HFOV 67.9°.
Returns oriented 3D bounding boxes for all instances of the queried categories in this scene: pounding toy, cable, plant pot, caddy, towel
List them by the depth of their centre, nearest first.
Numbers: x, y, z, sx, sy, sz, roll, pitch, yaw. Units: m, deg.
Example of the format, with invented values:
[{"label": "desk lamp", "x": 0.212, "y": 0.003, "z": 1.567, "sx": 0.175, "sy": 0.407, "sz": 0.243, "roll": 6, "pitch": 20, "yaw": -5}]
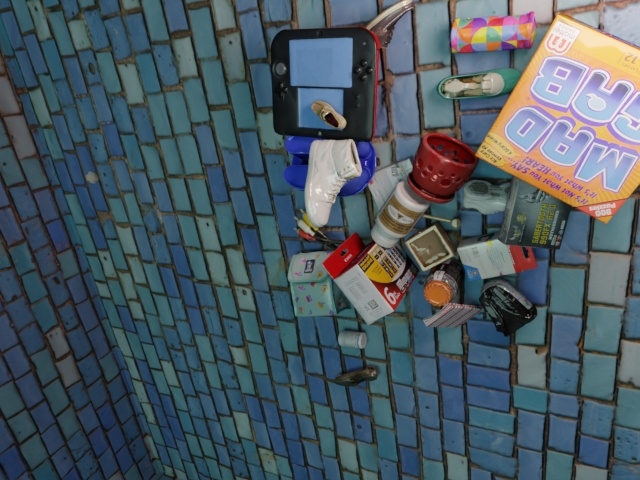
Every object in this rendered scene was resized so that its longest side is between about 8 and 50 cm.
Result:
[{"label": "plant pot", "x": 0.383, "y": -0.225, "z": 1.531, "sx": 0.191, "sy": 0.191, "sz": 0.174, "roll": 32, "pitch": 127, "yaw": 12}, {"label": "pounding toy", "x": 0.410, "y": -0.023, "z": 1.679, "sx": 0.206, "sy": 0.094, "sz": 0.181, "roll": -33, "pitch": 90, "yaw": 26}, {"label": "caddy", "x": 0.028, "y": -0.281, "z": 1.710, "sx": 0.341, "sy": 0.179, "sz": 0.241, "roll": 4, "pitch": 92, "yaw": 28}, {"label": "towel", "x": 0.486, "y": 0.271, "z": 1.736, "sx": 0.144, "sy": 0.197, "sz": 0.029, "roll": -46, "pitch": 48, "yaw": 37}, {"label": "cable", "x": 0.000, "y": 0.000, "z": 1.887, "sx": 0.287, "sy": 0.072, "sz": 0.139, "roll": 42, "pitch": 130, "yaw": 28}]

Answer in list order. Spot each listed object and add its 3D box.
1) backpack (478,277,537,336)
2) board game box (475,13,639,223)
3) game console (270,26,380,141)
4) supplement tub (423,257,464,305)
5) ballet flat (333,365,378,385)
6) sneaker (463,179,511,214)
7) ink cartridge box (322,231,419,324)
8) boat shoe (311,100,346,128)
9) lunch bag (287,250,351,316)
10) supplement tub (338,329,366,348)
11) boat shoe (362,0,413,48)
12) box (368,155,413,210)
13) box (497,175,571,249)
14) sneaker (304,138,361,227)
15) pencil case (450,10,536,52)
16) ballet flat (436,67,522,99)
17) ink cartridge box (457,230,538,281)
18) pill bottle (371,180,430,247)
[{"label": "backpack", "x": 0.636, "y": 0.221, "z": 1.652, "sx": 0.182, "sy": 0.115, "sz": 0.152, "roll": 45, "pitch": 115, "yaw": 4}, {"label": "board game box", "x": 0.673, "y": -0.330, "z": 1.219, "sx": 0.356, "sy": 0.356, "sz": 0.356, "roll": 31, "pitch": 124, "yaw": 12}, {"label": "game console", "x": 0.006, "y": -0.505, "z": 1.549, "sx": 0.387, "sy": 0.060, "sz": 0.342, "roll": 12, "pitch": 109, "yaw": 28}, {"label": "supplement tub", "x": 0.434, "y": 0.146, "z": 1.679, "sx": 0.117, "sy": 0.190, "sz": 0.117, "roll": 12, "pitch": 117, "yaw": 24}, {"label": "ballet flat", "x": 0.158, "y": 0.609, "z": 2.141, "sx": 0.084, "sy": 0.058, "sz": 0.250, "roll": 30, "pitch": 139, "yaw": -31}, {"label": "sneaker", "x": 0.577, "y": -0.128, "z": 1.548, "sx": 0.232, "sy": 0.090, "sz": 0.115, "roll": 13, "pitch": 149, "yaw": 11}, {"label": "ink cartridge box", "x": 0.188, "y": 0.100, "z": 1.718, "sx": 0.130, "sy": 0.309, "sz": 0.272, "roll": -37, "pitch": 93, "yaw": 36}, {"label": "boat shoe", "x": 0.021, "y": -0.404, "z": 1.526, "sx": 0.135, "sy": 0.045, "sz": 0.050, "roll": 36, "pitch": 123, "yaw": 14}, {"label": "lunch bag", "x": -0.009, "y": 0.173, "z": 1.959, "sx": 0.223, "sy": 0.160, "sz": 0.262, "roll": -8, "pitch": 93, "yaw": 35}, {"label": "supplement tub", "x": 0.139, "y": 0.426, "z": 2.049, "sx": 0.107, "sy": 0.071, "sz": 0.071, "roll": 1, "pitch": 113, "yaw": 29}, {"label": "boat shoe", "x": 0.183, "y": -0.648, "z": 1.497, "sx": 0.285, "sy": 0.103, "sz": 0.092, "roll": -25, "pitch": 104, "yaw": 39}, {"label": "box", "x": 0.268, "y": -0.199, "z": 1.699, "sx": 0.186, "sy": 0.038, "sz": 0.145, "roll": -20, "pitch": 103, "yaw": 33}, {"label": "box", "x": 0.661, "y": -0.095, "z": 1.451, "sx": 0.183, "sy": 0.056, "sz": 0.231, "roll": 6, "pitch": 106, "yaw": -6}, {"label": "sneaker", "x": 0.046, "y": -0.187, "z": 1.540, "sx": 0.169, "sy": 0.108, "sz": 0.292, "roll": 2, "pitch": 89, "yaw": 30}, {"label": "pencil case", "x": 0.486, "y": -0.593, "z": 1.355, "sx": 0.236, "sy": 0.104, "sz": 0.104, "roll": 10, "pitch": 117, "yaw": 25}, {"label": "ballet flat", "x": 0.470, "y": -0.463, "z": 1.431, "sx": 0.247, "sy": 0.087, "sz": 0.083, "roll": 2, "pitch": 113, "yaw": 28}, {"label": "ink cartridge box", "x": 0.600, "y": 0.045, "z": 1.609, "sx": 0.231, "sy": 0.078, "sz": 0.134, "roll": -15, "pitch": 105, "yaw": 33}, {"label": "pill bottle", "x": 0.270, "y": -0.084, "z": 1.655, "sx": 0.131, "sy": 0.131, "sz": 0.229, "roll": 38, "pitch": 133, "yaw": 8}]
